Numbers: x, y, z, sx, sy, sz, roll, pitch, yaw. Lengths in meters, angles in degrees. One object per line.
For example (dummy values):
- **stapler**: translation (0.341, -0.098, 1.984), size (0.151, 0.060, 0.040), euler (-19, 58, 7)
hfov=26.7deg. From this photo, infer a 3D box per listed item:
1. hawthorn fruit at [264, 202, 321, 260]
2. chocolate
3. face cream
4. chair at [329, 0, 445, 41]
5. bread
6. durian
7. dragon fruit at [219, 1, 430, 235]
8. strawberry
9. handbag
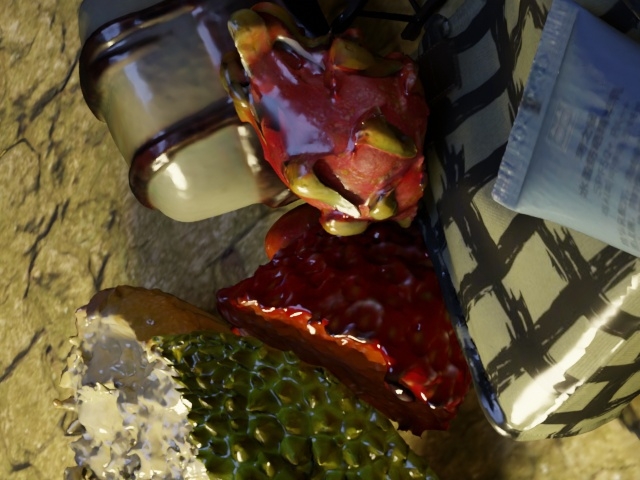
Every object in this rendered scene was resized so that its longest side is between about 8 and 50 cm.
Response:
- **hawthorn fruit**: translation (0.000, 0.000, 1.233), size (0.093, 0.081, 0.081), euler (-38, 62, 9)
- **chocolate**: translation (-0.111, -0.137, 1.187), size (0.283, 0.186, 0.283), euler (52, 155, 36)
- **face cream**: translation (0.226, -0.018, 0.705), size (0.385, 0.086, 0.135), euler (36, 116, 51)
- **chair**: translation (0.086, -0.271, 1.098), size (0.229, 0.106, 0.113), euler (-46, 62, 36)
- **bread**: translation (-0.156, 0.173, 1.352), size (0.274, 0.149, 0.274), euler (10, 104, 42)
- **durian**: translation (0.014, 0.206, 1.100), size (0.157, 0.355, 0.169), euler (-34, 24, 1)
- **dragon fruit**: translation (0.005, -0.095, 0.993), size (0.133, 0.207, 0.150), euler (-6, 44, 54)
- **strawberry**: translation (0.042, 0.043, 1.098), size (0.234, 0.234, 0.178), euler (9, 65, 46)
- **handbag**: translation (0.184, -0.075, 0.948), size (0.327, 0.163, 0.325), euler (63, 142, 24)
